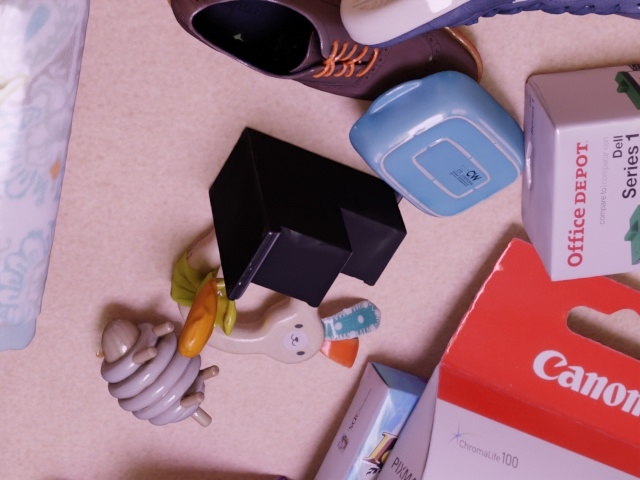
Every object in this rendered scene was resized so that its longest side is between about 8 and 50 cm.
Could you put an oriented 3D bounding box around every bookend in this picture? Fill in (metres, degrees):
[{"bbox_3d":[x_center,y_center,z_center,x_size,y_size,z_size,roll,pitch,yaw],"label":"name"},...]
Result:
[{"bbox_3d":[0.000,0.000,1.476,0.157,0.156,0.072,20,119,-23],"label":"bookend"}]

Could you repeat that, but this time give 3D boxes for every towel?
[{"bbox_3d":[-0.381,-0.077,1.379,0.375,0.090,0.320,6,117,-14],"label":"towel"}]

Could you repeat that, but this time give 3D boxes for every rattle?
[{"bbox_3d":[-0.027,0.078,1.541,0.200,0.143,0.130,40,91,-24],"label":"rattle"}]

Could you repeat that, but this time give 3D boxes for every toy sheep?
[{"bbox_3d":[-0.140,0.117,1.575,0.091,0.091,0.132,-36,108,15],"label":"toy sheep"}]

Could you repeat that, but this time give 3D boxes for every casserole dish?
[{"bbox_3d":[0.101,-0.071,1.475,0.114,0.037,0.188,-30,148,16],"label":"casserole dish"}]

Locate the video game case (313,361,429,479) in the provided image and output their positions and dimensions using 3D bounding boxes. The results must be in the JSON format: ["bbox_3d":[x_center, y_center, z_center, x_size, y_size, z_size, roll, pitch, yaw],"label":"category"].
[{"bbox_3d":[0.118,0.264,1.698,0.270,0.061,0.244,19,104,-24],"label":"video game case"}]

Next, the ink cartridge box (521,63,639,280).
[{"bbox_3d":[0.286,-0.062,1.521,0.220,0.092,0.160,-8,125,-5],"label":"ink cartridge box"}]

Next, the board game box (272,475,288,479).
[{"bbox_3d":[-0.158,0.380,1.705,0.056,0.208,0.346,40,118,17],"label":"board game box"}]

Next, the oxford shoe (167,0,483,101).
[{"bbox_3d":[0.007,-0.147,1.410,0.271,0.098,0.097,14,120,-19],"label":"oxford shoe"}]

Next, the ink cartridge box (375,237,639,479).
[{"bbox_3d":[0.215,0.228,1.631,0.308,0.091,0.385,23,101,-25],"label":"ink cartridge box"}]

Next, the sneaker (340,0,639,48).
[{"bbox_3d":[0.190,-0.206,1.366,0.350,0.131,0.148,-27,124,0],"label":"sneaker"}]
